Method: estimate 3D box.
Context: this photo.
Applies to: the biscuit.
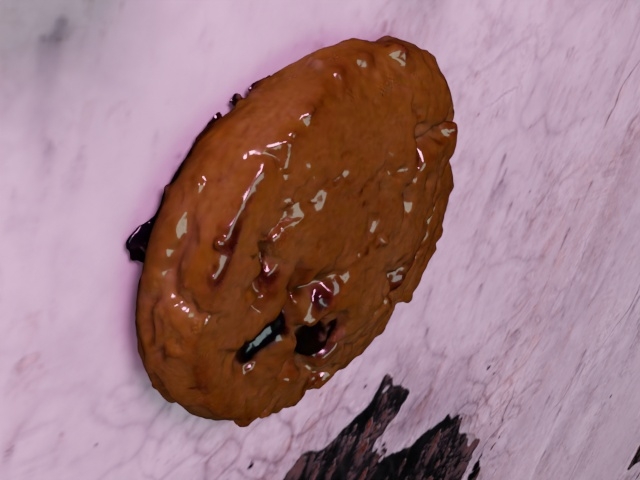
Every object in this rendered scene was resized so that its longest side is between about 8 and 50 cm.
[{"bbox_3d":[0.001,0.001,0.707,0.296,0.075,0.296,-36,144,-31],"label":"biscuit"}]
